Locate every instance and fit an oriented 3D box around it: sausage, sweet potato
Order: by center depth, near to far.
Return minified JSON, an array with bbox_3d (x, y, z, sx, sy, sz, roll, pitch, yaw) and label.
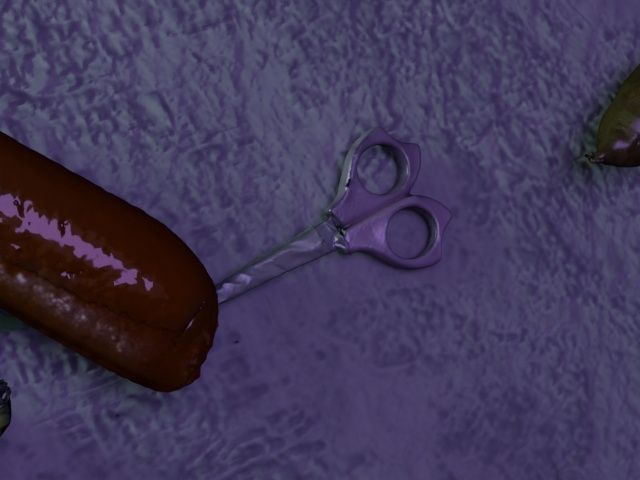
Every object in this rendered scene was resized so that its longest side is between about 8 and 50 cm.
[{"bbox_3d":[-0.201,-0.015,0.941,0.330,0.102,0.102,31,70,-15],"label":"sausage"},{"bbox_3d":[0.286,-0.126,1.193,0.075,0.075,0.269,46,57,-8],"label":"sweet potato"}]

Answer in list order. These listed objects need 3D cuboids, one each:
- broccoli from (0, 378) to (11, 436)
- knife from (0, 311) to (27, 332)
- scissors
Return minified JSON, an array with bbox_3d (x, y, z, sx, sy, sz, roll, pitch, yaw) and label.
[{"bbox_3d":[-0.258,0.143,0.894,0.155,0.167,0.160,-10,114,3],"label":"broccoli"},{"bbox_3d":[-0.268,0.024,0.961,0.166,0.022,0.078,-1,75,-24],"label":"knife"},{"bbox_3d":[0.000,0.000,1.075,0.212,0.021,0.110,-28,94,-25],"label":"scissors"}]
